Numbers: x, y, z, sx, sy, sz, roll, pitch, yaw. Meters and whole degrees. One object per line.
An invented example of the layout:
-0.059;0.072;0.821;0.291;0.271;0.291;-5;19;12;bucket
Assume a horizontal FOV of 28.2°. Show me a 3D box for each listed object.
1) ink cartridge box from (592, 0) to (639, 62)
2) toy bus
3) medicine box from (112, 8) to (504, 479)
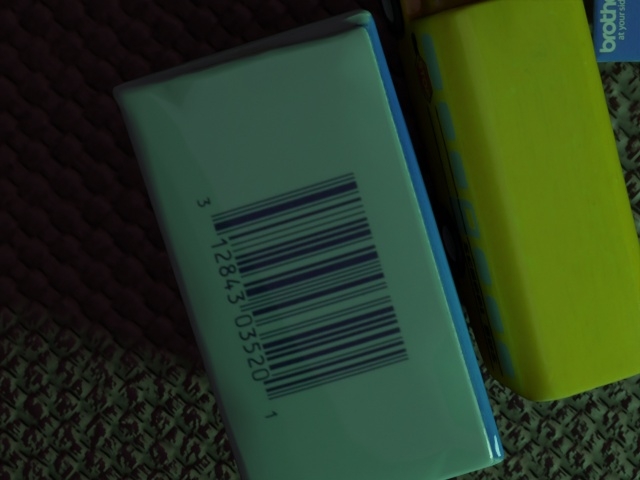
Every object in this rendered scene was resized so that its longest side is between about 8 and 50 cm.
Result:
0.342;-0.215;0.887;0.311;0.065;0.185;-1;99;0;ink cartridge box
0.132;-0.069;0.875;0.108;0.130;0.332;-16;98;-7;toy bus
0.000;0.000;0.820;0.149;0.289;0.263;-17;98;5;medicine box
